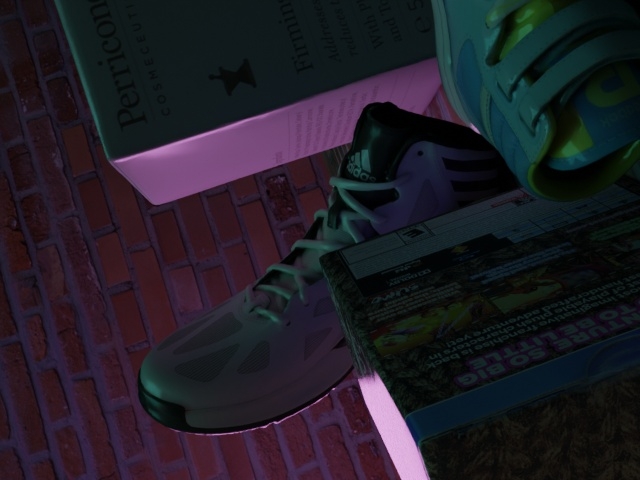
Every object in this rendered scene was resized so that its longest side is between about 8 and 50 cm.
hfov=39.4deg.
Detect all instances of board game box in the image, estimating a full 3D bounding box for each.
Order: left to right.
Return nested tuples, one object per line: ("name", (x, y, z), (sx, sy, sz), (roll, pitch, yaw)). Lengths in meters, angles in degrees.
("board game box", (0.149, 0.078, 0.582), (0.291, 0.232, 0.141), (-118, 10, -70))

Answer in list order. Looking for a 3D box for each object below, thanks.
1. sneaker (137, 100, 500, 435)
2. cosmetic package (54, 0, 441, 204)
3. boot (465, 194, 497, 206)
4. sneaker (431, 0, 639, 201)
("sneaker", (0.000, -0.001, 0.909), (0.169, 0.448, 0.257), (38, 145, 46))
("cosmetic package", (-0.087, -0.271, 1.066), (0.327, 0.394, 0.329), (115, 136, -84))
("boot", (0.207, 0.101, 0.871), (0.203, 0.095, 0.262), (-112, 4, -50))
("sneaker", (0.133, -0.163, 0.531), (0.208, 0.127, 0.319), (-113, -2, -52))
